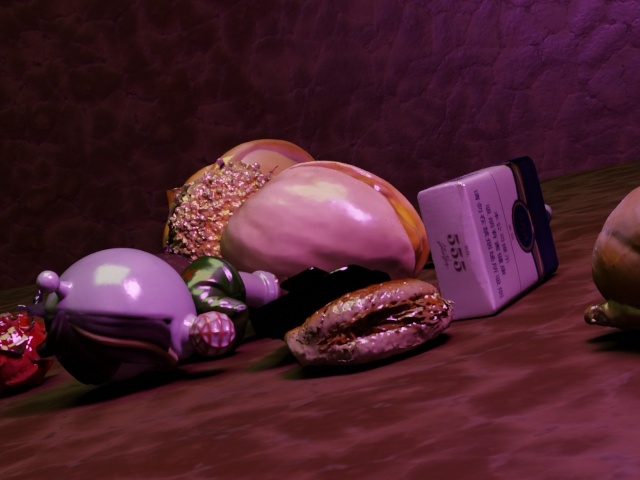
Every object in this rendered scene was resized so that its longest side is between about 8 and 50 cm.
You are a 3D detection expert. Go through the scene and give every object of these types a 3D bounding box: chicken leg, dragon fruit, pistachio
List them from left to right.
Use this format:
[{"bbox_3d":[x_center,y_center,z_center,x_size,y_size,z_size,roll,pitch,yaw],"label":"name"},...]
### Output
[{"bbox_3d":[-0.429,0.153,1.593,0.130,0.121,0.142,26,-4,29],"label":"dragon fruit"},{"bbox_3d":[0.000,0.000,1.667,0.309,0.229,0.230,7,10,17],"label":"pistachio"},{"bbox_3d":[0.367,0.027,0.921,0.201,0.152,0.429,-26,15,-12],"label":"chicken leg"}]

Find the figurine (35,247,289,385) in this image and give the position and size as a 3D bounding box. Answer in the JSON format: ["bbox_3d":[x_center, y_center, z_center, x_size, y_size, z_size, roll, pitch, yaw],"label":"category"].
[{"bbox_3d":[-0.196,0.089,1.464,0.281,0.167,0.370,-2,2,45],"label":"figurine"}]

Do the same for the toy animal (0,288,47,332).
[{"bbox_3d":[-0.430,0.143,1.858,0.245,0.114,0.146,10,14,5],"label":"toy animal"}]

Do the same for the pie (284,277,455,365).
[{"bbox_3d":[0.051,0.092,1.274,0.194,0.078,0.163,-18,-1,-33],"label":"pie"}]

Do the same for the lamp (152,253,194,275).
[{"bbox_3d":[-0.228,0.094,1.707,0.157,0.134,0.156,13,24,-26],"label":"lamp"}]

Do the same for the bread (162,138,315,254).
[{"bbox_3d":[-0.140,-0.052,2.092,0.211,0.270,0.316,36,36,27],"label":"bread"}]

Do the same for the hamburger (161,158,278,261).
[{"bbox_3d":[-0.138,-0.006,1.863,0.243,0.261,0.138,-11,-9,-9],"label":"hamburger"}]

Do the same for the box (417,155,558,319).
[{"bbox_3d":[0.220,-0.009,1.459,0.071,0.168,0.259,-12,5,32],"label":"box"}]

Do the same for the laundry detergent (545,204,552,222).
[{"bbox_3d":[0.365,-0.044,2.101,0.099,0.070,0.226,-7,3,-10],"label":"laundry detergent"}]

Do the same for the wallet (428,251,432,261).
[{"bbox_3d":[0.258,0.017,1.903,0.122,0.031,0.232,-11,4,-39],"label":"wallet"}]

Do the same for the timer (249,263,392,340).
[{"bbox_3d":[0.004,0.071,1.384,0.144,0.055,0.187,-26,-14,13],"label":"timer"}]
